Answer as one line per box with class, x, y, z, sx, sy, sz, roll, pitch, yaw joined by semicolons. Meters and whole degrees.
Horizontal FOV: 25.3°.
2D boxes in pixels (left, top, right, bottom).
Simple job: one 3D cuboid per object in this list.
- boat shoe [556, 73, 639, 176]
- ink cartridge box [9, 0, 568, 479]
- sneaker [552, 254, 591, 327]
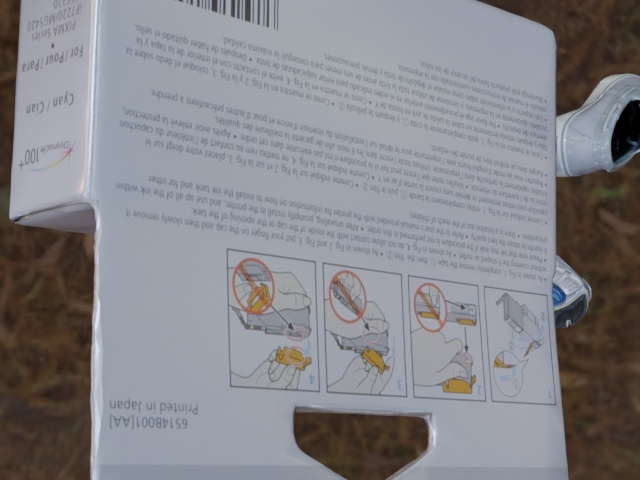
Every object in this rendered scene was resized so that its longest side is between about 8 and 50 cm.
boat shoe;0.301;-0.111;1.413;0.081;0.227;0.079;4;112;33
ink cartridge box;0.000;0.000;0.652;0.296;0.261;0.066;9;167;-43
sneaker;0.183;0.021;1.403;0.191;0.083;0.071;34;109;16
